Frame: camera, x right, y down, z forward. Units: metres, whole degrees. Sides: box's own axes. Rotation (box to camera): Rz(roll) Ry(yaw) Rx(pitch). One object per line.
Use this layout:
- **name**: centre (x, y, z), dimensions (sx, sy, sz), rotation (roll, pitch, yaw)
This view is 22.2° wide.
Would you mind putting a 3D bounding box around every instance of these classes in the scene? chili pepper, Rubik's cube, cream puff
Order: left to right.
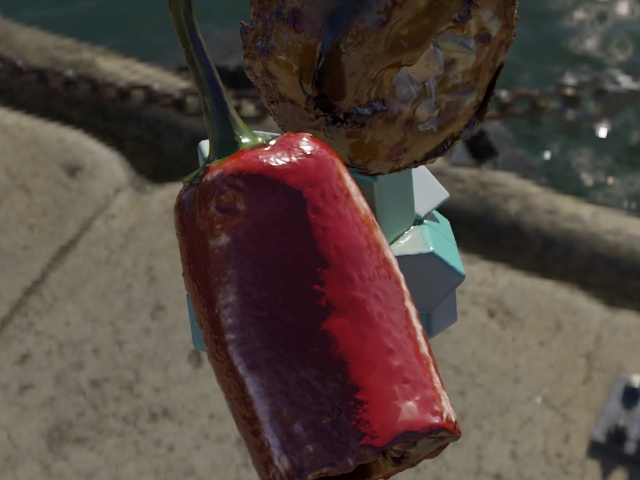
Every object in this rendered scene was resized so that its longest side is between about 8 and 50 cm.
- **chili pepper**: centre (-0.030, -0.002, 1.053), dimensions (0.131, 0.134, 0.338), rotation (-4, 65, -58)
- **Rubik's cube**: centre (0.000, 0.000, 1.427), dimensions (0.265, 0.213, 0.224), rotation (16, 32, 38)
- **cream puff**: centre (0.041, -0.167, 1.248), dimensions (0.240, 0.240, 0.164), rotation (-33, 53, -30)
